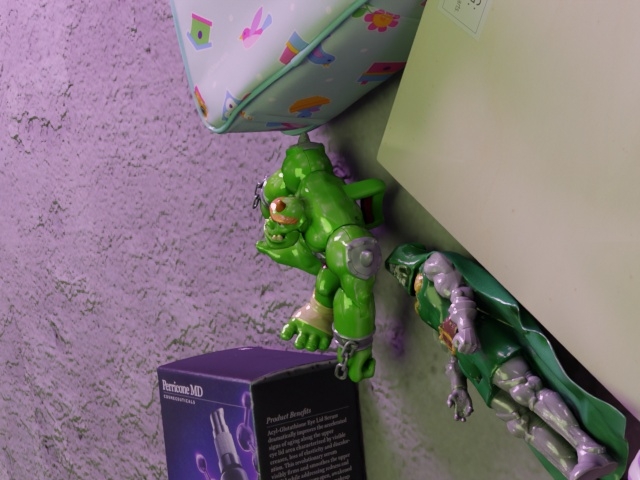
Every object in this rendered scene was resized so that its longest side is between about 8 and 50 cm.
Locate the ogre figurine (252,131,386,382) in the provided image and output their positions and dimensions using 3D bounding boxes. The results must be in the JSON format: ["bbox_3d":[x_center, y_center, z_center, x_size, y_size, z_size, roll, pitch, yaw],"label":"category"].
[{"bbox_3d":[0.000,0.000,0.839,0.118,0.096,0.197,104,167,-44],"label":"ogre figurine"}]

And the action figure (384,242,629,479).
[{"bbox_3d":[0.114,0.080,0.724,0.232,0.063,0.137,53,157,39],"label":"action figure"}]

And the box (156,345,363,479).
[{"bbox_3d":[-0.049,0.202,0.918,0.153,0.108,0.207,-4,94,52],"label":"box"}]

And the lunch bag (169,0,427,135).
[{"bbox_3d":[-0.005,-0.221,0.790,0.279,0.108,0.224,-34,64,46],"label":"lunch bag"}]

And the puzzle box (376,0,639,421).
[{"bbox_3d":[0.179,-0.127,0.572,0.272,0.052,0.409,49,139,32],"label":"puzzle box"}]

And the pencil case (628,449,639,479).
[{"bbox_3d":[0.242,0.083,0.552,0.088,0.086,0.206,50,131,36],"label":"pencil case"}]
